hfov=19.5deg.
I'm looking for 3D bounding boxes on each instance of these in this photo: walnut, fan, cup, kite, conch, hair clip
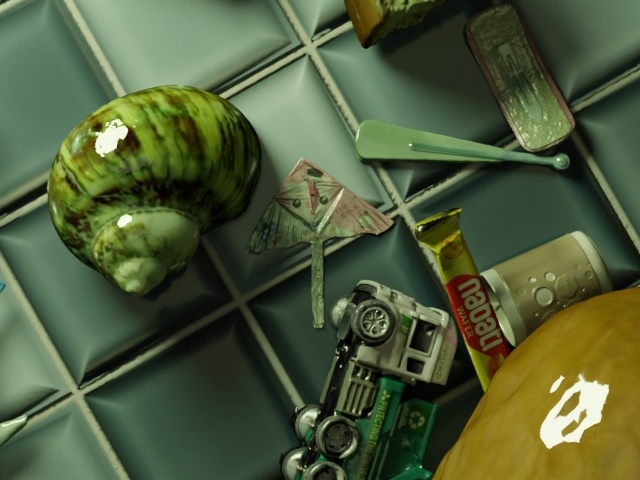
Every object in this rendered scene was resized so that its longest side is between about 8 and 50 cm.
[{"bbox_3d":[0.252,0.219,1.495,0.308,0.354,0.398,33,88,28],"label":"walnut"},{"bbox_3d":[0.126,-0.081,1.661,0.193,0.016,0.038,6,86,-1],"label":"fan"},{"bbox_3d":[0.205,0.054,1.628,0.099,0.074,0.102,-25,89,-3],"label":"cup"},{"bbox_3d":[0.000,0.000,1.661,0.137,0.005,0.153,-11,89,-1],"label":"kite"},{"bbox_3d":[-0.140,-0.044,1.601,0.187,0.124,0.181,2,91,-9],"label":"conch"},{"bbox_3d":[0.178,-0.144,1.661,0.054,0.022,0.137,-27,86,-2],"label":"hair clip"}]

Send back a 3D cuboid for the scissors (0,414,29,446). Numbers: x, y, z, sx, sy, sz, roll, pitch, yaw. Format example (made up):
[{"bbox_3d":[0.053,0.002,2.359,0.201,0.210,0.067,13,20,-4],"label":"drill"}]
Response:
[{"bbox_3d":[-0.413,0.258,1.626,0.383,0.029,0.256,-16,88,-1],"label":"scissors"}]

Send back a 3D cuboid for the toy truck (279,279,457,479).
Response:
[{"bbox_3d":[0.048,0.150,1.610,0.116,0.110,0.216,18,87,-13],"label":"toy truck"}]

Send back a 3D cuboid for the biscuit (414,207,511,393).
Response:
[{"bbox_3d":[0.147,0.103,1.602,0.048,0.026,0.292,-29,112,-14],"label":"biscuit"}]

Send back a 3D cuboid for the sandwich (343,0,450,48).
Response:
[{"bbox_3d":[0.049,-0.301,1.615,0.122,0.128,0.236,-23,89,-10],"label":"sandwich"}]

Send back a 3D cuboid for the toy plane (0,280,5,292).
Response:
[{"bbox_3d":[-0.417,0.057,1.595,0.271,0.105,0.254,16,87,-8],"label":"toy plane"}]
